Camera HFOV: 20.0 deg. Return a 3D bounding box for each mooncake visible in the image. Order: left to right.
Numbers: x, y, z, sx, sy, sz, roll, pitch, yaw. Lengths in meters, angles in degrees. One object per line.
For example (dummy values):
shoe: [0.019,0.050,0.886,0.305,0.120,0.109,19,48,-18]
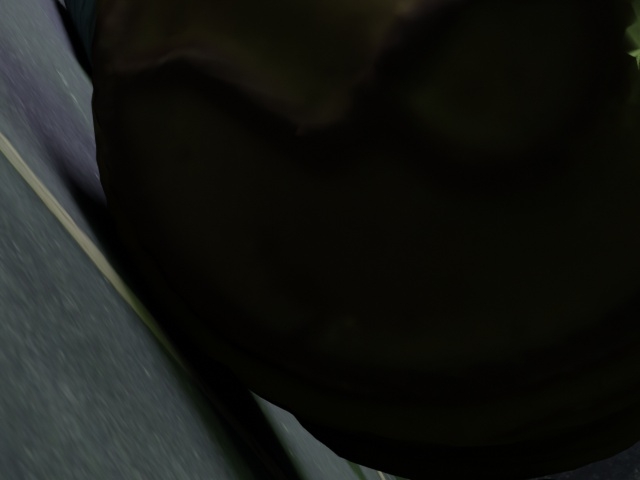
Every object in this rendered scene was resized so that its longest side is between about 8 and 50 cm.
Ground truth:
mooncake: [0.082,-0.072,0.996,0.393,0.394,0.246,52,2,21]

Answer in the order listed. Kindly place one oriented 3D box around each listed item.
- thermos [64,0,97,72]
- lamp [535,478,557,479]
thermos: [-0.141,-0.197,1.515,0.286,0.145,0.182,-123,-150,-63]
lamp: [0.155,0.216,1.076,0.283,0.203,0.125,61,14,-71]
